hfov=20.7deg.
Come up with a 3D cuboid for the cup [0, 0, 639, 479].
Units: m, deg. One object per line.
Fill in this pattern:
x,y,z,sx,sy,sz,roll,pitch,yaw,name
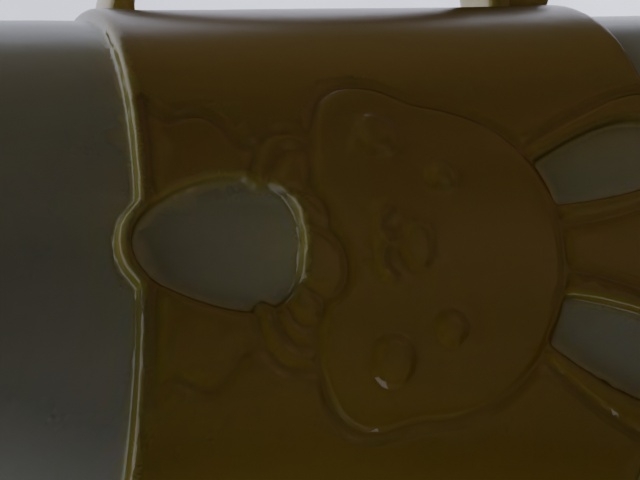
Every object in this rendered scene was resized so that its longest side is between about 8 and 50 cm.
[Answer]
0.000,0.000,0.450,0.226,0.185,0.241,2,-108,-20,cup
